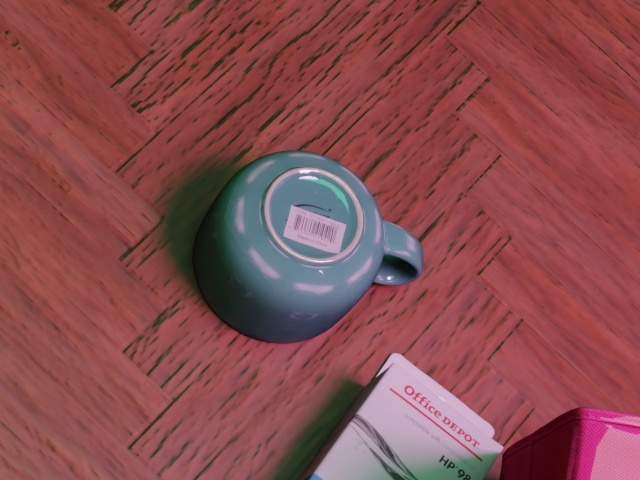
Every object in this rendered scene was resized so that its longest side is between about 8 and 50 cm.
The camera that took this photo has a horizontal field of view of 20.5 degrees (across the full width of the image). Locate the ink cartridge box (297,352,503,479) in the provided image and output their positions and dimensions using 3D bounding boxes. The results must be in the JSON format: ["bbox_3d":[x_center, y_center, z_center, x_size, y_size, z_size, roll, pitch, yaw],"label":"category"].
[{"bbox_3d":[0.055,0.163,1.266,0.104,0.060,0.180,38,61,0],"label":"ink cartridge box"}]

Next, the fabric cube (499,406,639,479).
[{"bbox_3d":[0.235,0.268,1.122,0.254,0.259,0.258,13,76,-1],"label":"fabric cube"}]

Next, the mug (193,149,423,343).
[{"bbox_3d":[-0.008,-0.006,1.297,0.158,0.097,0.129,-27,78,-26],"label":"mug"}]
